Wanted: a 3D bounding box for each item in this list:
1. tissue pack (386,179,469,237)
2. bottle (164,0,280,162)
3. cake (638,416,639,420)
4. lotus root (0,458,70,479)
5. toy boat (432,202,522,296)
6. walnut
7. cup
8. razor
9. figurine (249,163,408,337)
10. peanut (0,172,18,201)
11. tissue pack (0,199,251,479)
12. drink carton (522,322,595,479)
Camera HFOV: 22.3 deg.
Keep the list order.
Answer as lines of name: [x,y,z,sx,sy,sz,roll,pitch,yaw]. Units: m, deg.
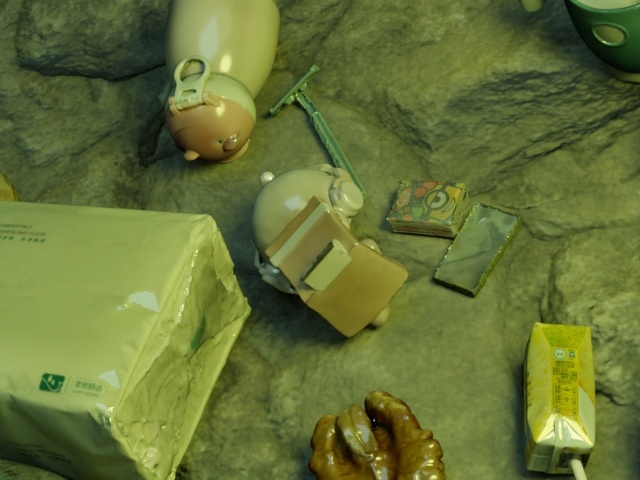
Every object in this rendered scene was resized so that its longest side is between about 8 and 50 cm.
tissue pack: [0.128,-0.038,1.918,0.083,0.035,0.063,6,59,28]
bottle: [-0.134,-0.207,2.080,0.147,0.147,0.237,-5,59,19]
cake: [0.392,0.108,1.666,0.135,0.098,0.287,29,65,29]
lotus root: [-0.359,0.323,1.779,0.349,0.175,0.175,-2,56,22]
toy boat: [0.182,0.009,1.874,0.063,0.016,0.115,21,67,32]
walnut: [0.064,0.244,1.721,0.143,0.069,0.170,-25,49,6]
cup: [0.369,-0.275,1.899,0.299,0.173,0.168,11,61,28]
razor: [0.011,-0.123,2.033,0.084,0.036,0.211,-44,54,19]
figurine: [-0.003,-0.002,1.891,0.162,0.141,0.237,-53,40,10]
peanut: [-0.465,0.006,2.099,0.104,0.086,0.228,4,59,36]
tissue pack: [-0.310,0.115,1.867,0.380,0.207,0.297,4,52,24]
drink carton: [0.247,0.187,1.680,0.074,0.084,0.200,6,55,-1]
